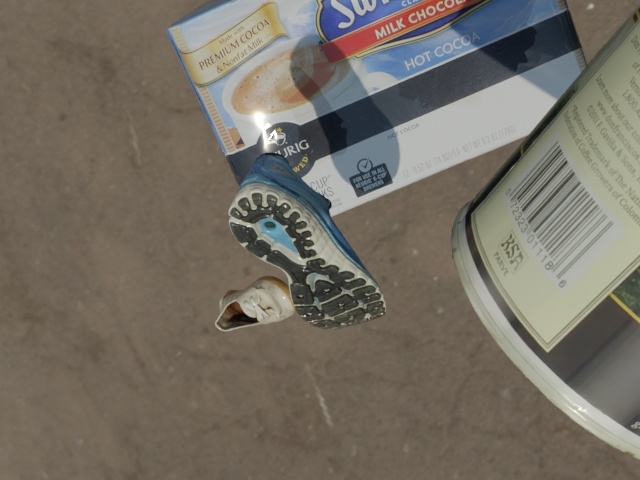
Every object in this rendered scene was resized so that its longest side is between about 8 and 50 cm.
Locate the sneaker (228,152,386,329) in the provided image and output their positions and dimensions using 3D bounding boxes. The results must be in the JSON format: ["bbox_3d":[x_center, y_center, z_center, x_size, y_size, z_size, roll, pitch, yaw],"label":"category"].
[{"bbox_3d":[0.000,0.000,0.659,0.063,0.073,0.162,-16,132,23],"label":"sneaker"}]

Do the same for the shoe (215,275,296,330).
[{"bbox_3d":[-0.100,0.105,1.439,0.076,0.058,0.219,49,152,-12],"label":"shoe"}]

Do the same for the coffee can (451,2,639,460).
[{"bbox_3d":[0.225,-0.046,0.469,0.201,0.201,0.275,45,123,12],"label":"coffee can"}]

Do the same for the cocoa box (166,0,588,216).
[{"bbox_3d":[0.057,-0.192,0.952,0.347,0.231,0.227,-22,108,6],"label":"cocoa box"}]
